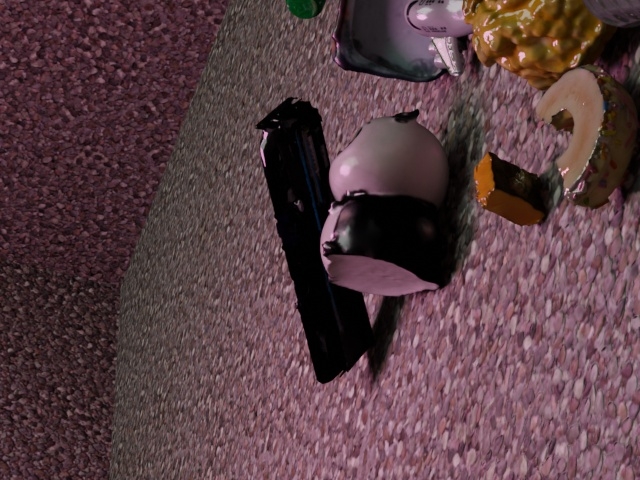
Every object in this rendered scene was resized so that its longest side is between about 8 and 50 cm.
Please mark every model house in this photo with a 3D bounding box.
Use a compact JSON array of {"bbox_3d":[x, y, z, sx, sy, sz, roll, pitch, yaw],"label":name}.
[{"bbox_3d":[0.126,-0.379,2.303,0.291,0.184,0.253,-82,3,-77],"label":"model house"}]

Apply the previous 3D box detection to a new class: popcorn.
[{"bbox_3d":[0.258,-0.245,1.704,0.194,0.163,0.140,-24,36,28],"label":"popcorn"}]

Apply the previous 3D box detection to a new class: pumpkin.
[{"bbox_3d":[0.222,-0.059,1.792,0.054,0.083,0.074,-49,29,29],"label":"pumpkin"}]

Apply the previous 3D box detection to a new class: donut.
[{"bbox_3d":[0.288,-0.120,1.624,0.108,0.065,0.166,-53,29,36],"label":"donut"}]

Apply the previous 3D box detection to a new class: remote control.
[{"bbox_3d":[0.000,0.000,2.168,0.144,0.062,0.399,-46,-53,-53],"label":"remote control"}]

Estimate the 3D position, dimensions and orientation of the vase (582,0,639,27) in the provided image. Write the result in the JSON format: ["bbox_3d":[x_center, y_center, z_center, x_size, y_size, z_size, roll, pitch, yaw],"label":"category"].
[{"bbox_3d":[0.343,-0.256,1.457,0.299,0.143,0.143,-142,67,-77],"label":"vase"}]

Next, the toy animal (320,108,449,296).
[{"bbox_3d":[0.088,-0.052,2.087,0.187,0.165,0.235,83,-168,-71],"label":"toy animal"}]

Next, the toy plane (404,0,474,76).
[{"bbox_3d":[0.179,-0.309,2.099,0.174,0.080,0.174,19,116,45],"label":"toy plane"}]

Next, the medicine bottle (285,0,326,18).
[{"bbox_3d":[0.014,-0.435,2.216,0.111,0.076,0.309,69,-152,-45],"label":"medicine bottle"}]
